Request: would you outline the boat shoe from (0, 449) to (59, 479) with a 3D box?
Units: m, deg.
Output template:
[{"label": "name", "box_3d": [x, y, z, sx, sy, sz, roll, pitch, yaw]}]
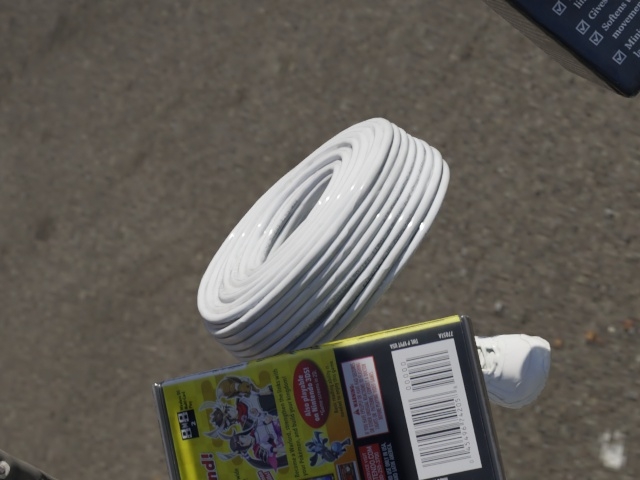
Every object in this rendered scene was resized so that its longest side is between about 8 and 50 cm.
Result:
[{"label": "boat shoe", "box_3d": [-0.255, 0.157, 0.959, 0.112, 0.335, 0.095, -23, 48, 21]}]

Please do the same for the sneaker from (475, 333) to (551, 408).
[{"label": "sneaker", "box_3d": [0.186, 0.154, 1.892, 0.232, 0.115, 0.090, -14, 62, 55]}]

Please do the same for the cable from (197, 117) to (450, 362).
[{"label": "cable", "box_3d": [0.000, 0.000, 1.355, 0.257, 0.089, 0.257, -48, 15, 6]}]

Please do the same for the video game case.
[{"label": "video game case", "box_3d": [0.020, 0.214, 1.144, 0.248, 0.035, 0.275, -13, 84, 9]}]

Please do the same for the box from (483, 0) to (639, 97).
[{"label": "box", "box_3d": [0.231, -0.384, 1.547, 0.293, 0.395, 0.212, -52, 15, 6]}]
